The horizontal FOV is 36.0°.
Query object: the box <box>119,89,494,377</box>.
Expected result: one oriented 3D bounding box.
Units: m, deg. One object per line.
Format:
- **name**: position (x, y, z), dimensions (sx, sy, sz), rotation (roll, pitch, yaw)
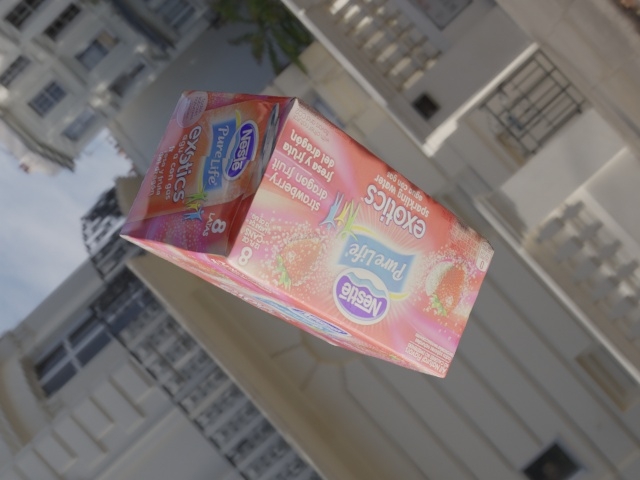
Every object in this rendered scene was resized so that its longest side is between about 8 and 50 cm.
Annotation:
- **box**: position (0.000, 0.000, 0.874), dimensions (0.154, 0.142, 0.300), rotation (11, 165, 45)
